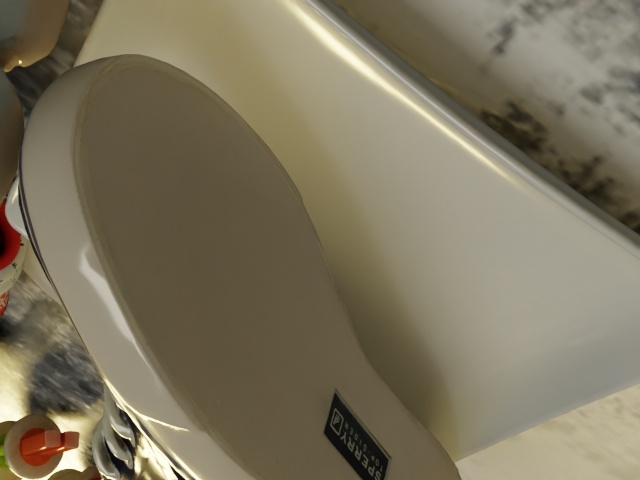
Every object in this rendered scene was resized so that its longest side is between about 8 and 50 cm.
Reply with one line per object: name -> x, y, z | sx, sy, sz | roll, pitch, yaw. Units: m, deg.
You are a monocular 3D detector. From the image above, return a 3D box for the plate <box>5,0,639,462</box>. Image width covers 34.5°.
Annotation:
plate -> 0.000, 0.000, 0.493 | 0.278, 0.045, 0.277 | 36, 144, -9

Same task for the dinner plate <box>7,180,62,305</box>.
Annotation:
dinner plate -> -0.142, 0.018, 0.635 | 0.141, 0.017, 0.141 | 17, 141, 15

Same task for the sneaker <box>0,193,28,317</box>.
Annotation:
sneaker -> -0.294, -0.042, 0.604 | 0.270, 0.090, 0.145 | 38, 141, -11

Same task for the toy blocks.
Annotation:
toy blocks -> -0.195, 0.186, 0.835 | 0.148, 0.054, 0.123 | -18, 123, 45

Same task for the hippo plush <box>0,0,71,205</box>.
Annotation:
hippo plush -> -0.251, -0.088, 0.338 | 0.236, 0.294, 0.234 | 3, 106, 24

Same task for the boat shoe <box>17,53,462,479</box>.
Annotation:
boat shoe -> -0.064, 0.073, 0.475 | 0.158, 0.127, 0.340 | -6, 131, 31
